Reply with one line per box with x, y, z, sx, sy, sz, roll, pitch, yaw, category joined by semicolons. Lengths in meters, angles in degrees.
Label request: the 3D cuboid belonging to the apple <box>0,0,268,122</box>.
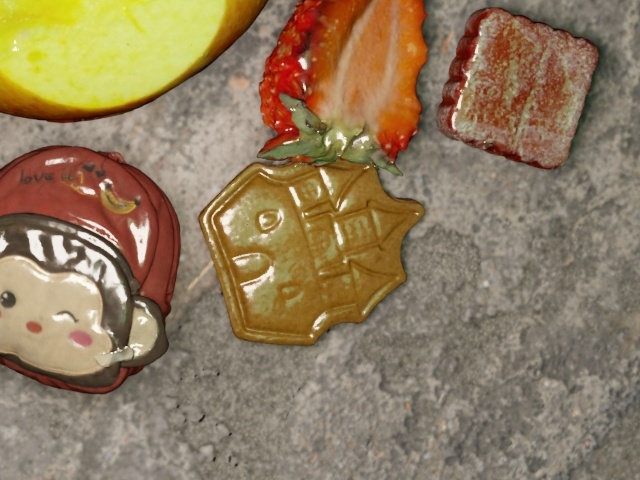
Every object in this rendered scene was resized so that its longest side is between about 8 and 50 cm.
-0.207;-0.294;1.600;0.384;0.374;0.374;-44;105;-16;apple

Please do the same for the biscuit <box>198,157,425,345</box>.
0.001;0.000;1.872;0.215;0.034;0.182;-19;101;-14;biscuit

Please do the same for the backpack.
-0.223;0.020;1.761;0.229;0.139;0.229;0;93;2;backpack

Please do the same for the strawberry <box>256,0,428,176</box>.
0.012;-0.180;1.816;0.174;0.098;0.228;8;87;-41;strawberry

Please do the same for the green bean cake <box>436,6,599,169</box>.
0.189;-0.146;1.902;0.135;0.056;0.135;18;89;-17;green bean cake
